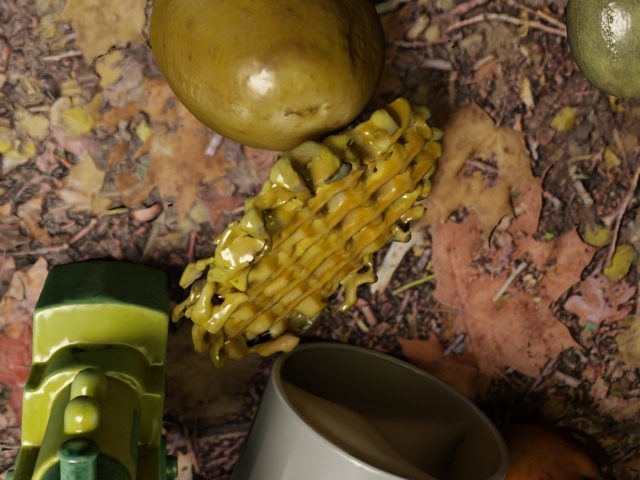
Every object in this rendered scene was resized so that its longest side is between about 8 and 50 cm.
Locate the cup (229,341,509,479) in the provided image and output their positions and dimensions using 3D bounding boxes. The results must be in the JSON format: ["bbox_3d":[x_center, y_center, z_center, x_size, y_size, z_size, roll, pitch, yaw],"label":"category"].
[{"bbox_3d":[0.047,0.314,0.694,0.323,0.237,0.326,26,106,22],"label":"cup"}]

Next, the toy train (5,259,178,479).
[{"bbox_3d":[-0.177,0.181,0.550,0.150,0.369,0.237,3,107,-14],"label":"toy train"}]

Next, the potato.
[{"bbox_3d":[-0.029,-0.144,0.576,0.204,0.158,0.178,26,104,-25],"label":"potato"}]

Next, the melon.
[{"bbox_3d":[0.273,-0.192,0.652,0.098,0.098,0.130,-20,110,-4],"label":"melon"}]

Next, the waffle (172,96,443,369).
[{"bbox_3d":[0.002,0.002,0.629,0.262,0.060,0.280,-21,147,-36],"label":"waffle"}]

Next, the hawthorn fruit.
[{"bbox_3d":[0.212,0.314,0.791,0.248,0.208,0.208,-36,116,28],"label":"hawthorn fruit"}]
